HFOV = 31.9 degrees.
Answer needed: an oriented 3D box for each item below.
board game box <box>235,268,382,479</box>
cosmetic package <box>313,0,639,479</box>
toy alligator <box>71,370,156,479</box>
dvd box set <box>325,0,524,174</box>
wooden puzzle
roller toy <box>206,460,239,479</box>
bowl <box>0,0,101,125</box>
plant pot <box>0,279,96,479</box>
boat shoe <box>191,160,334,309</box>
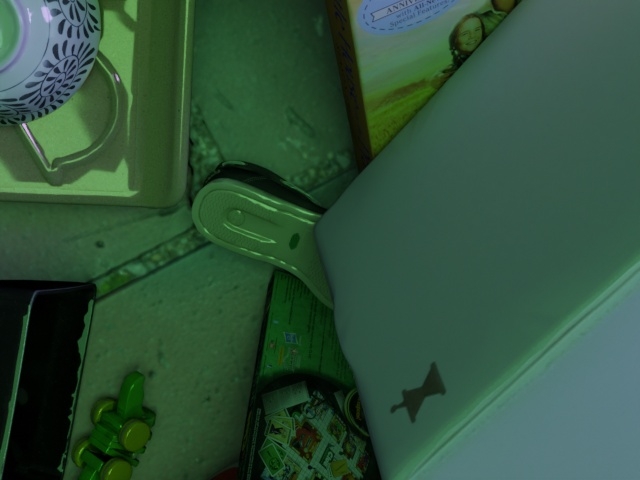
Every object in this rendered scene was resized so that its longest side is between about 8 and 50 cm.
[{"bbox_3d":[0.006,0.143,0.958,0.136,0.030,0.259,15,45,-7],"label":"board game box"},{"bbox_3d":[0.258,0.063,0.840,0.394,0.329,0.327,35,110,-27],"label":"cosmetic package"},{"bbox_3d":[-0.192,0.208,1.006,0.051,0.056,0.189,27,87,-50],"label":"toy alligator"},{"bbox_3d":[0.159,-0.190,0.903,0.308,0.062,0.420,-23,140,-9],"label":"dvd box set"},{"bbox_3d":[-0.279,-0.195,0.944,0.348,0.080,0.322,3,103,-5],"label":"wooden puzzle"},{"bbox_3d":[-0.080,0.290,0.952,0.146,0.191,0.209,46,73,-8],"label":"roller toy"},{"bbox_3d":[-0.261,-0.167,0.869,0.170,0.080,0.170,-1,104,-3],"label":"bowl"},{"bbox_3d":[-0.303,0.117,0.926,0.167,0.187,0.188,9,90,4],"label":"plant pot"},{"bbox_3d":[0.000,0.000,1.010,0.233,0.079,0.084,29,113,-6],"label":"boat shoe"}]
